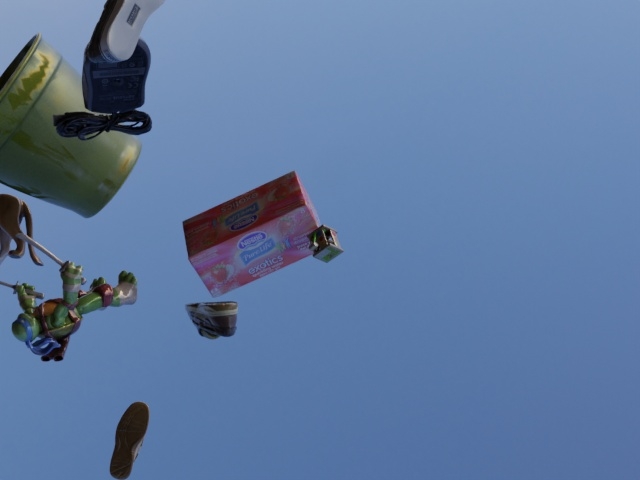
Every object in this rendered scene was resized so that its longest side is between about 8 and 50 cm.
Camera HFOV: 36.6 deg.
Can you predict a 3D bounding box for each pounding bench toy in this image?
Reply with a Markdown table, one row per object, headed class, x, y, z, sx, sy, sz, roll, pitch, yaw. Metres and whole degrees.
| class | x | y | z | sx | sy | sz | roll | pitch | yaw |
| --- | --- | --- | --- | --- | --- | --- | --- | --- | --- |
| pounding bench toy | 0.000 | 0.000 | 2.135 | 0.052 | 0.083 | 0.065 | -35 | -125 | 25 |

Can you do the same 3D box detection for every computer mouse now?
| class | x | y | z | sx | sy | sz | roll | pitch | yaw |
| --- | --- | --- | --- | --- | --- | --- | --- | --- | --- |
| computer mouse | -0.392 | -0.300 | 1.793 | 0.188 | 0.272 | 0.072 | -5 | -123 | -24 |

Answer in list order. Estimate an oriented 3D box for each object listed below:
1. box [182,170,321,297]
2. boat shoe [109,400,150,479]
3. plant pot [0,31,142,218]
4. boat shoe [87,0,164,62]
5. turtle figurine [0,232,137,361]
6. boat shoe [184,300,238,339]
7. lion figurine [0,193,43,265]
| class | x | y | z | sx | sy | sz | roll | pitch | yaw |
| --- | --- | --- | --- | --- | --- | --- | --- | --- | --- |
| box | -0.153 | -0.013 | 2.243 | 0.299 | 0.142 | 0.154 | -24 | -141 | 5 |
| boat shoe | -0.397 | 0.408 | 2.009 | 0.059 | 0.063 | 0.170 | -128 | -122 | -81 |
| plant pot | -0.631 | -0.243 | 2.311 | 0.366 | 0.353 | 0.366 | -42 | -155 | 25 |
| boat shoe | -0.325 | -0.385 | 1.608 | 0.070 | 0.078 | 0.219 | -2 | -127 | 37 |
| turtle figurine | -0.509 | 0.083 | 1.900 | 0.275 | 0.266 | 0.198 | 50 | -61 | 19 |
| boat shoe | -0.215 | 0.157 | 1.890 | 0.223 | 0.080 | 0.073 | 168 | -79 | -67 |
| lion figurine | -0.862 | -0.070 | 2.407 | 0.142 | 0.392 | 0.240 | 123 | -23 | -62 |
